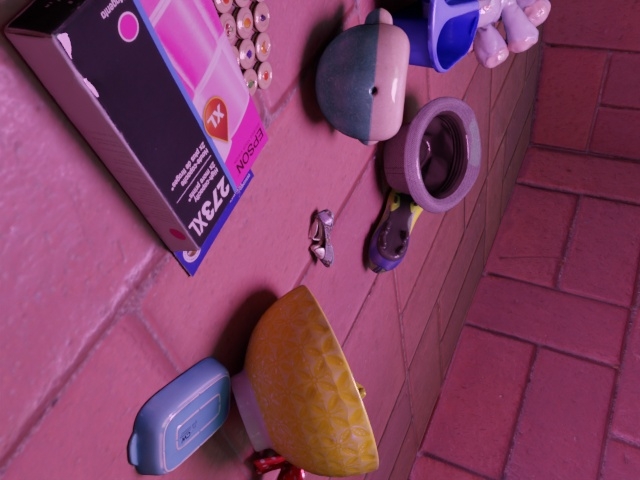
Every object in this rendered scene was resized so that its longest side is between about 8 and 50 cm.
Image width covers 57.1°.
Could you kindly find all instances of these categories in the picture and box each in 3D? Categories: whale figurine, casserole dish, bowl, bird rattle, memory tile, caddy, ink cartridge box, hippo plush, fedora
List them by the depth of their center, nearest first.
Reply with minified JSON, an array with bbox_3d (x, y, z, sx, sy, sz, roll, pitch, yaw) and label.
[{"bbox_3d":[-0.146,-0.120,0.621,0.176,0.069,0.371,-63,155,-27],"label":"ink cartridge box"},{"bbox_3d":[-0.093,-0.248,0.722,0.113,0.012,0.148,-45,142,-49],"label":"memory tile"},{"bbox_3d":[-0.173,0.233,0.778,0.188,0.036,0.114,-31,130,-57],"label":"casserole dish"},{"bbox_3d":[-0.043,0.227,0.875,0.156,0.289,0.290,-20,135,-9],"label":"bowl"},{"bbox_3d":[0.065,-0.264,0.957,0.272,0.141,0.216,-83,177,-66],"label":"whale figurine"},{"bbox_3d":[-0.018,0.350,1.087,0.207,0.143,0.254,70,41,-77],"label":"bird rattle"},{"bbox_3d":[0.231,-0.460,1.117,0.341,0.179,0.241,-47,144,-48],"label":"caddy"},{"bbox_3d":[0.232,-0.187,1.298,0.275,0.124,0.244,-38,121,-38],"label":"fedora"},{"bbox_3d":[0.414,-0.580,1.386,0.236,0.234,0.294,8,96,-67],"label":"hippo plush"}]

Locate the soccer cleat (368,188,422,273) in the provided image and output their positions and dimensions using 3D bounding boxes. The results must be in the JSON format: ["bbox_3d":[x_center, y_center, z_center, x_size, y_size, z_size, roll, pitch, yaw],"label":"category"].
[{"bbox_3d":[0.176,-0.046,1.367,0.289,0.093,0.121,-63,-176,-37],"label":"soccer cleat"}]

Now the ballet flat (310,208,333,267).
[{"bbox_3d":[0.000,0.000,1.041,0.041,0.041,0.114,-41,138,-52],"label":"ballet flat"}]
